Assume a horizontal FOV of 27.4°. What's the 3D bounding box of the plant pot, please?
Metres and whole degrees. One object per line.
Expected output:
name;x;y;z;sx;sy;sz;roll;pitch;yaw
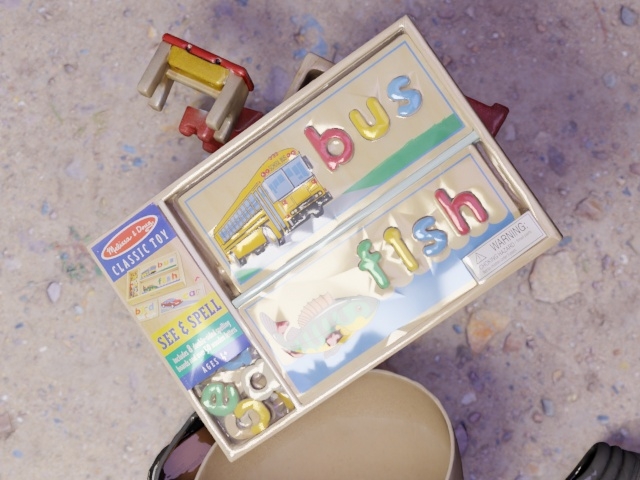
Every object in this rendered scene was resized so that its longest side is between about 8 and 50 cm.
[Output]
plant pot;0.031;0.301;1.367;0.284;0.284;0.191;-29;124;-5

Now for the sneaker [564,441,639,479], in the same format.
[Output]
sneaker;0.291;0.354;1.430;0.146;0.104;0.296;28;76;5

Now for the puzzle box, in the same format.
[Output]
puzzle box;0.000;0.000;1.318;0.409;0.052;0.272;-36;86;11

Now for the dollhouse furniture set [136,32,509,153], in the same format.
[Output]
dollhouse furniture set;0.010;-0.127;1.454;0.374;0.201;0.152;26;82;9

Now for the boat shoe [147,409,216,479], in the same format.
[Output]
boat shoe;-0.097;0.202;1.455;0.233;0.079;0.084;-44;83;-8
